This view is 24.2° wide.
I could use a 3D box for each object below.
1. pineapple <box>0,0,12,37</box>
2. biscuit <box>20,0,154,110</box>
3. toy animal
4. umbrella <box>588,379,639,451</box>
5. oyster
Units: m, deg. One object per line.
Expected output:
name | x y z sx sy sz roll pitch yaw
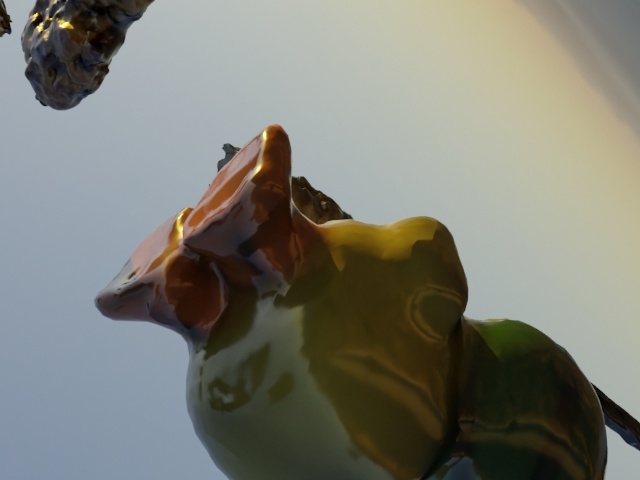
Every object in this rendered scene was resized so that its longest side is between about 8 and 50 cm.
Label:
pineapple | -0.343 -0.209 1.197 0.161 0.137 0.176 65 175 -33
biscuit | -0.240 -0.282 1.559 0.081 0.289 0.334 22 162 -23
toy animal | 0.030 0.101 0.950 0.338 0.216 0.191 38 -141 -15
umbrella | 0.258 0.171 1.133 0.269 0.044 0.044 37 -146 6
oyster | 0.000 0.000 1.305 0.232 0.107 0.161 55 179 -31
